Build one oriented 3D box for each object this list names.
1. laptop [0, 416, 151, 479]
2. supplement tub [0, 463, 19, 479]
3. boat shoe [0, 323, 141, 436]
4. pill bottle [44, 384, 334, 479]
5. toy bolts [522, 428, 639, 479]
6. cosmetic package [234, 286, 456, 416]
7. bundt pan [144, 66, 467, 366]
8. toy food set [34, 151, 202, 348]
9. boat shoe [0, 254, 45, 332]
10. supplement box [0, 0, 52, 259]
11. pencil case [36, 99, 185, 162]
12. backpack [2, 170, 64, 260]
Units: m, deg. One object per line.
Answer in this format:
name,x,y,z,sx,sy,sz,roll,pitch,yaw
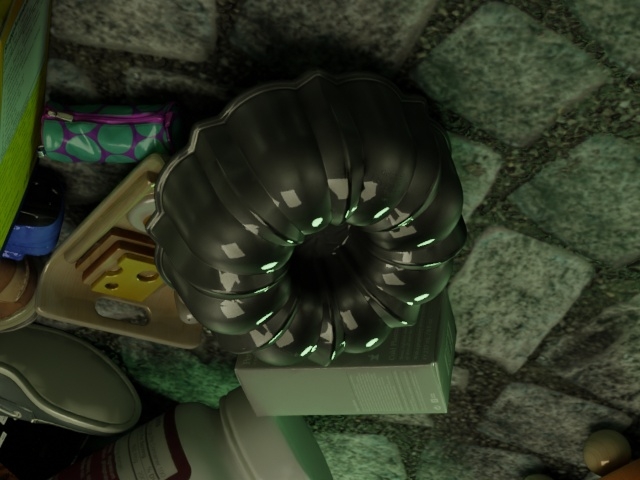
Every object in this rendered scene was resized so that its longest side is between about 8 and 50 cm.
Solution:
laptop,-0.332,0.251,1.996,0.264,0.136,0.234,41,137,6
supplement tub,-0.480,0.486,2.066,0.194,0.316,0.193,7,138,6
boat shoe,-0.381,0.172,1.842,0.319,0.116,0.099,24,136,-4
pill bottle,-0.192,0.340,1.817,0.392,0.224,0.224,-29,129,6
toy bolts,0.368,0.339,1.874,0.228,0.158,0.218,-37,161,30
cosmetic package,0.032,0.127,1.683,0.238,0.127,0.107,-2,137,13
bundt pan,0.000,0.000,1.442,0.331,0.124,0.330,-12,132,-13
toy food set,-0.148,0.027,1.589,0.220,0.092,0.306,16,142,-33
boat shoe,-0.485,0.059,1.719,0.324,0.123,0.116,-14,155,14
supplement box,-0.382,-0.154,1.412,0.195,0.194,0.356,15,139,-3
pencil case,-0.217,-0.114,1.516,0.152,0.064,0.070,1,154,12
backpack,-0.346,-0.031,1.621,0.120,0.098,0.101,3,144,-7
